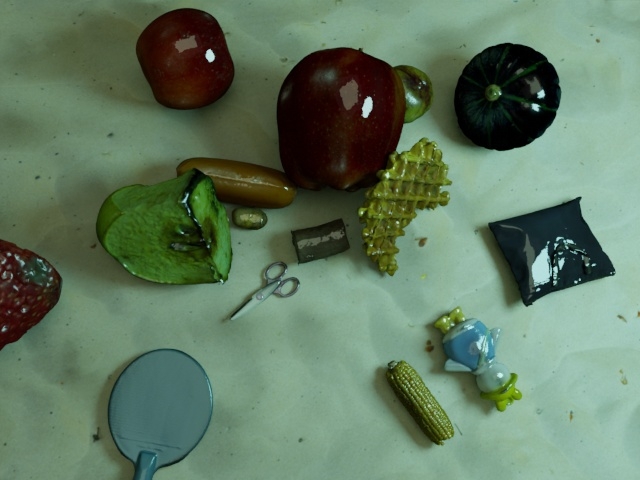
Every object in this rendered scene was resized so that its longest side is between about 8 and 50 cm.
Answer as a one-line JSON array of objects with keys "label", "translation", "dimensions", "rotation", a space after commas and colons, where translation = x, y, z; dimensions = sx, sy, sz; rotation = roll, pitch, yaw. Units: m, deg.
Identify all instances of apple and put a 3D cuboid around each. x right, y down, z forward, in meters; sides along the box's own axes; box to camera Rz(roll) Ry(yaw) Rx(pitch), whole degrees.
[{"label": "apple", "translation": [0.038, -0.263, 1.396], "dimensions": [0.289, 0.288, 0.316], "rotation": [4, 95, -4]}, {"label": "apple", "translation": [-0.301, -0.406, 1.434], "dimensions": [0.202, 0.218, 0.218], "rotation": [-22, 79, -12]}]

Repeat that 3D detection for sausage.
[{"label": "sausage", "translation": [-0.188, -0.130, 1.433], "dimensions": [0.275, 0.105, 0.105], "rotation": [9, 76, -4]}]

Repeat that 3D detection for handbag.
[{"label": "handbag", "translation": [0.540, 0.022, 1.474], "dimensions": [0.255, 0.088, 0.210], "rotation": [-16, 76, -13]}]

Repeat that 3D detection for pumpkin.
[{"label": "pumpkin", "translation": [0.449, -0.332, 1.502], "dimensions": [0.248, 0.248, 0.247], "rotation": [1, 76, -5]}]

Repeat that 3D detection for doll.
[{"label": "doll", "translation": [0.348, 0.261, 1.391], "dimensions": [0.135, 0.099, 0.241], "rotation": [-29, 81, -34]}]

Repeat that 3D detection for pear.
[{"label": "pear", "translation": [-0.336, -0.014, 1.363], "dimensions": [0.256, 0.238, 0.164], "rotation": [-12, 36, 13]}]

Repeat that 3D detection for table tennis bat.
[{"label": "table tennis bat", "translation": [-0.343, 0.389, 1.324], "dimensions": [0.215, 0.044, 0.328], "rotation": [12, 73, -4]}]

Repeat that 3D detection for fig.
[{"label": "fig", "translation": [0.194, -0.349, 1.514], "dimensions": [0.153, 0.120, 0.135], "rotation": [10, 71, -2]}]

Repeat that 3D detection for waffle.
[{"label": "waffle", "translation": [0.177, -0.084, 1.398], "dimensions": [0.069, 0.259, 0.293], "rotation": [26, 68, 36]}]

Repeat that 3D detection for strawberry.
[{"label": "strawberry", "translation": [-0.701, 0.119, 1.228], "dimensions": [0.310, 0.291, 0.291], "rotation": [12, 75, -1]}]

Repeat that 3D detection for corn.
[{"label": "corn", "translation": [0.213, 0.347, 1.372], "dimensions": [0.068, 0.068, 0.207], "rotation": [-34, 81, -12]}]

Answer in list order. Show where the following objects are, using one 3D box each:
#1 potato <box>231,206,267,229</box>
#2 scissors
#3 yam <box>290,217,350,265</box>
[{"label": "potato", "translation": [-0.162, -0.051, 1.448], "dimensions": [0.083, 0.040, 0.051], "rotation": [10, 76, -4]}, {"label": "scissors", "translation": [-0.131, 0.123, 1.417], "dimensions": [0.176, 0.022, 0.085], "rotation": [-38, 83, -15]}, {"label": "yam", "translation": [0.000, 0.001, 1.432], "dimensions": [0.127, 0.084, 0.084], "rotation": [-15, 78, -6]}]
